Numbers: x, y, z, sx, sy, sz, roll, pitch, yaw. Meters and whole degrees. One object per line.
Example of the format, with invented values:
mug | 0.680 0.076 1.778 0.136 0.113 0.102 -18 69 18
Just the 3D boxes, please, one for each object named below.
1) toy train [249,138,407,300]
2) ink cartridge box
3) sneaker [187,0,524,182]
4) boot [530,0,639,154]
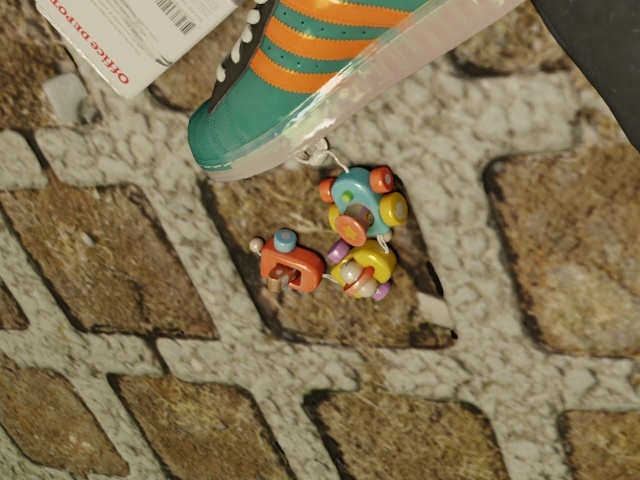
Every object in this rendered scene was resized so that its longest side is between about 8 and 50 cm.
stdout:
toy train | 0.000 0.000 0.749 0.125 0.046 0.166 23 137 9
ink cartridge box | -0.116 -0.172 0.649 0.099 0.056 0.135 48 135 -16
sneaker | 0.006 -0.145 0.574 0.302 0.108 0.121 -31 109 36
boot | 0.311 -0.036 0.329 0.367 0.146 0.445 -33 86 35
